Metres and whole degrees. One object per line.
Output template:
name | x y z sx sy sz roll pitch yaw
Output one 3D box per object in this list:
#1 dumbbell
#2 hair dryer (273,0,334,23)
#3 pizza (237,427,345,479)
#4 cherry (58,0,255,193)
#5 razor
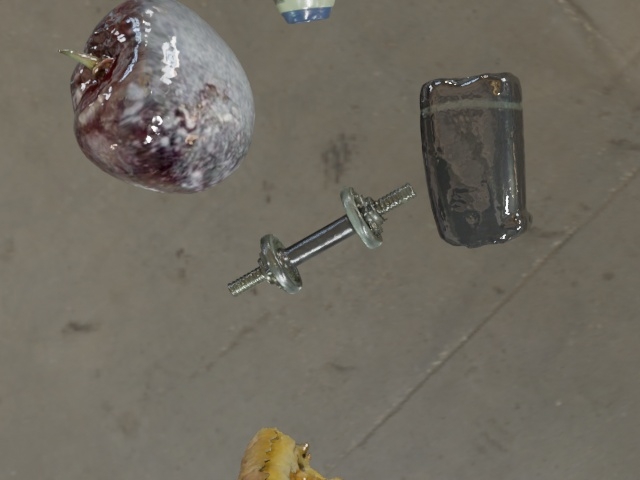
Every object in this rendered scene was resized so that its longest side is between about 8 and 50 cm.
dumbbell | 0.000 0.000 1.480 0.254 0.081 0.081 -29 76 11
hair dryer | -0.096 -0.471 1.736 0.119 0.298 0.296 6 86 62
pizza | 0.039 0.411 1.594 0.435 0.392 0.080 27 106 13
cherry | -0.215 -0.190 1.657 0.218 0.296 0.255 -26 51 32
razor | 0.133 -0.068 1.070 0.090 0.054 0.148 -3 96 26
